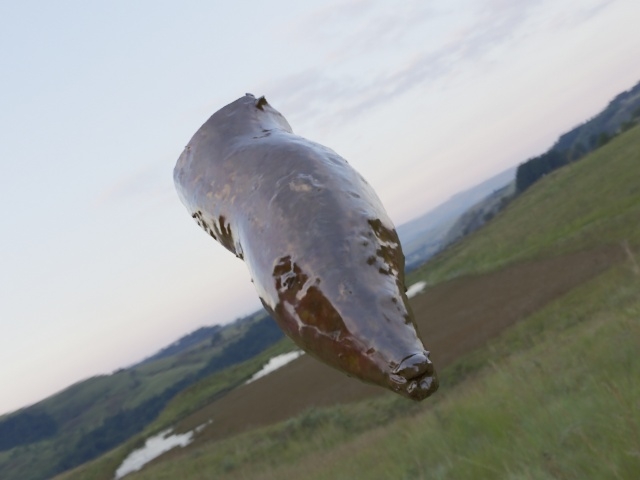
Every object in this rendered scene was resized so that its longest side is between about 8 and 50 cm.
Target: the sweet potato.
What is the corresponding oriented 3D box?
[{"bbox_3d":[0.000,0.003,0.561,0.131,0.131,0.337,-27,41,-18],"label":"sweet potato"}]
